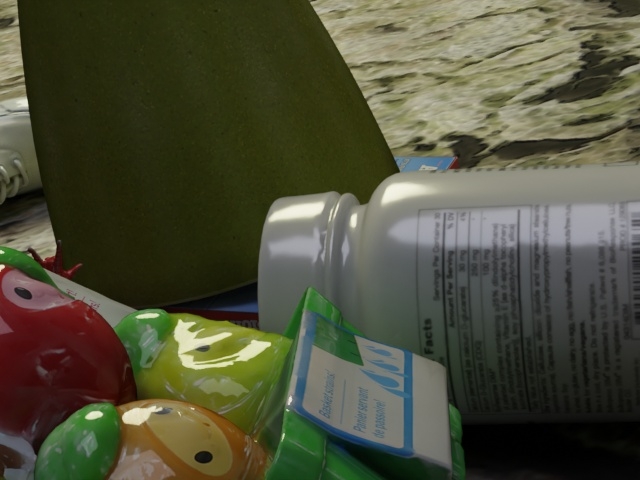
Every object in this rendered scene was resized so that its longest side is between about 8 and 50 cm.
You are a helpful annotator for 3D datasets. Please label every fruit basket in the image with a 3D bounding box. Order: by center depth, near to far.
[{"bbox_3d":[-0.096,0.083,0.809,0.353,0.165,0.327,31,16,-6],"label":"fruit basket"}]

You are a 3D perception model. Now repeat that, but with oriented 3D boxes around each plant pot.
[{"bbox_3d":[-0.112,-0.141,1.257,0.275,0.293,0.275,-17,19,6],"label":"plant pot"}]

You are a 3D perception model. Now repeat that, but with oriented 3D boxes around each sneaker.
[{"bbox_3d":[-0.302,-0.052,1.447,0.258,0.094,0.091,-15,43,-4],"label":"sneaker"}]

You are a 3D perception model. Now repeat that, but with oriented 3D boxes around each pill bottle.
[{"bbox_3d":[0.113,0.033,1.029,0.283,0.160,0.160,-2,25,13],"label":"pill bottle"}]

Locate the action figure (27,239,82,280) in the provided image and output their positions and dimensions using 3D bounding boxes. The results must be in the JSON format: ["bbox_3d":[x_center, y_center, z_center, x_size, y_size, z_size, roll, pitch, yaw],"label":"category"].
[{"bbox_3d":[-0.241,0.056,1.105,0.280,0.139,0.091,-8,24,1],"label":"action figure"}]

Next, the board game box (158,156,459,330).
[{"bbox_3d":[0.000,0.000,1.294,0.145,0.027,0.281,1,26,23],"label":"board game box"}]
